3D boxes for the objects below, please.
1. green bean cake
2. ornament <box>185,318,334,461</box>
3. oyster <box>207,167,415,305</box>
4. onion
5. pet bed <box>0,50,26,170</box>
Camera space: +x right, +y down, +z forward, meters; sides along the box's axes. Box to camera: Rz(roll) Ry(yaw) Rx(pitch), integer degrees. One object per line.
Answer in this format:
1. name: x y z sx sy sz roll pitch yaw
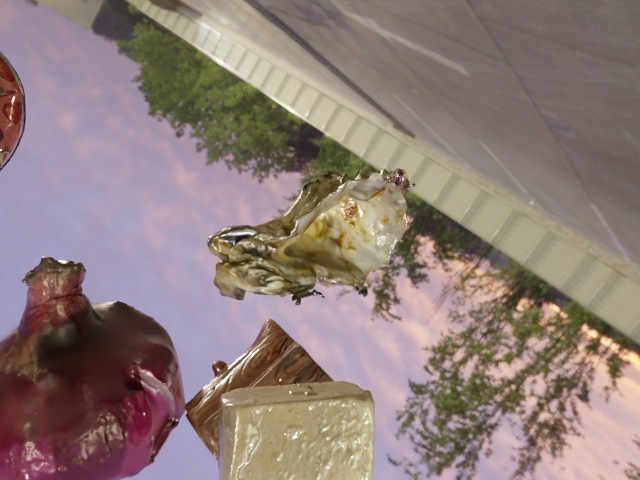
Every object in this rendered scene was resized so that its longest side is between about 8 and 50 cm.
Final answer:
1. green bean cake: -0.029 0.230 0.588 0.179 0.109 0.085 -1 178 -16
2. ornament: -0.098 0.298 0.879 0.221 0.217 0.235 13 136 59
3. oyster: 0.000 0.007 0.735 0.336 0.198 0.133 -25 -155 -34
4. onion: -0.456 0.217 0.884 0.397 0.421 0.399 -4 -147 3
5. pet bed: -0.406 -0.138 0.505 0.201 0.201 0.053 26 -175 -31
